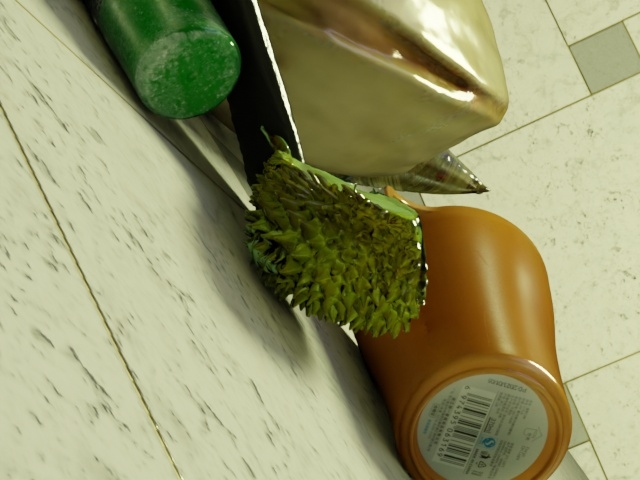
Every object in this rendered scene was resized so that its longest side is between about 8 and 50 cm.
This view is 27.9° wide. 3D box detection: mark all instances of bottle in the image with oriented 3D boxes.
[{"bbox_3d":[-0.163,-0.230,1.087,0.093,0.093,0.330,46,9,-49],"label":"bottle"}]

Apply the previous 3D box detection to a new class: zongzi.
[{"bbox_3d":[0.064,-0.140,1.689,0.300,0.138,0.286,20,12,-9],"label":"zongzi"}]

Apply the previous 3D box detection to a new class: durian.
[{"bbox_3d":[-0.008,0.005,0.944,0.221,0.096,0.137,-140,-137,-58],"label":"durian"}]

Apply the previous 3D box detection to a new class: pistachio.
[{"bbox_3d":[0.005,-0.220,1.311,0.445,0.281,0.365,22,7,-42],"label":"pistachio"}]

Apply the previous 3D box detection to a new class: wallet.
[{"bbox_3d":[-0.052,-0.121,1.059,0.124,0.025,0.244,-154,-132,-66],"label":"wallet"}]

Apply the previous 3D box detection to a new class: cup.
[{"bbox_3d":[0.106,0.075,1.054,0.226,0.182,0.264,55,11,-20],"label":"cup"}]

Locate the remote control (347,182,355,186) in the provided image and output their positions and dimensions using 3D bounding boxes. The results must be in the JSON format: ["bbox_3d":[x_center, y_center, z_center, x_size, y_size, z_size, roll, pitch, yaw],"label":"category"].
[{"bbox_3d":[0.045,-0.055,1.833,0.050,0.027,0.184,-122,-173,-73],"label":"remote control"}]
